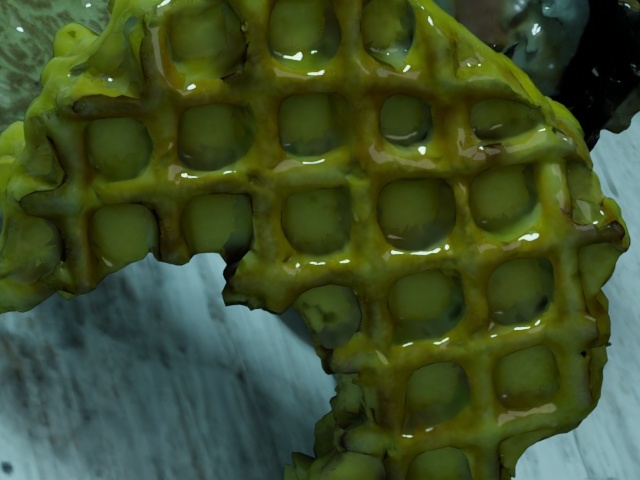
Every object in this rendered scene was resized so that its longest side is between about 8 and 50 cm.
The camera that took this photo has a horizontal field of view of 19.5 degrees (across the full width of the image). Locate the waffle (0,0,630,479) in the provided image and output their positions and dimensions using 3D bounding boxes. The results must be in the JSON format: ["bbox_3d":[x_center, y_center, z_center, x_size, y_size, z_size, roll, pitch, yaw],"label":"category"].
[{"bbox_3d":[0.000,0.000,0.925,0.324,0.261,0.151,40,14,-18],"label":"waffle"}]

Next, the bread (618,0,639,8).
[{"bbox_3d":[0.224,-0.305,1.423,0.388,0.183,0.236,45,65,-4],"label":"bread"}]

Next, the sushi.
[{"bbox_3d":[0.106,-0.146,1.167,0.218,0.225,0.239,14,57,-56],"label":"sushi"}]

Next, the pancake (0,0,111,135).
[{"bbox_3d":[-0.171,-0.134,1.037,0.212,0.029,0.235,5,55,-42],"label":"pancake"}]
